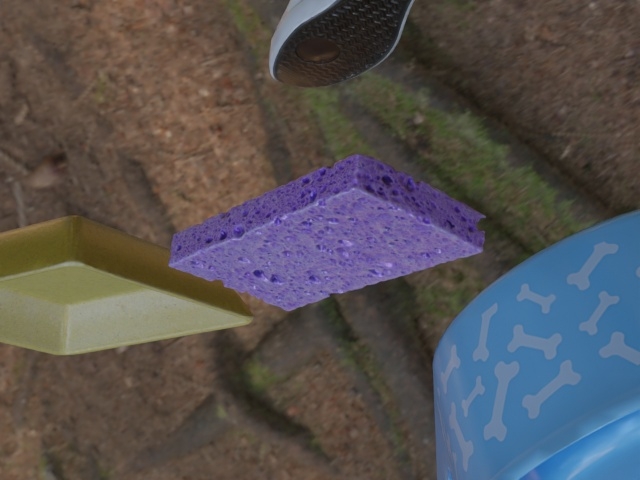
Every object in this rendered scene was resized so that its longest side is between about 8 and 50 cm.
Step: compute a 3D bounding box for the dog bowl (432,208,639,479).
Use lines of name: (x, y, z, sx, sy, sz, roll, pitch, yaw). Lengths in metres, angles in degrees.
dog bowl: (0.124, 0.084, 0.515, 0.297, 0.166, 0.074, 78, 171, -60)

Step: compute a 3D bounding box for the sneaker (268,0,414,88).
sneaker: (0.039, -0.257, 1.165, 0.290, 0.106, 0.123, -44, 40, 48)

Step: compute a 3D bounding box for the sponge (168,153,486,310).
sponge: (0.000, 0.000, 0.866, 0.210, 0.117, 0.031, -20, 55, 46)

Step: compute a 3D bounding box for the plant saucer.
plant saucer: (-0.302, 0.055, 1.473, 0.333, 0.333, 0.081, -12, 71, 30)
